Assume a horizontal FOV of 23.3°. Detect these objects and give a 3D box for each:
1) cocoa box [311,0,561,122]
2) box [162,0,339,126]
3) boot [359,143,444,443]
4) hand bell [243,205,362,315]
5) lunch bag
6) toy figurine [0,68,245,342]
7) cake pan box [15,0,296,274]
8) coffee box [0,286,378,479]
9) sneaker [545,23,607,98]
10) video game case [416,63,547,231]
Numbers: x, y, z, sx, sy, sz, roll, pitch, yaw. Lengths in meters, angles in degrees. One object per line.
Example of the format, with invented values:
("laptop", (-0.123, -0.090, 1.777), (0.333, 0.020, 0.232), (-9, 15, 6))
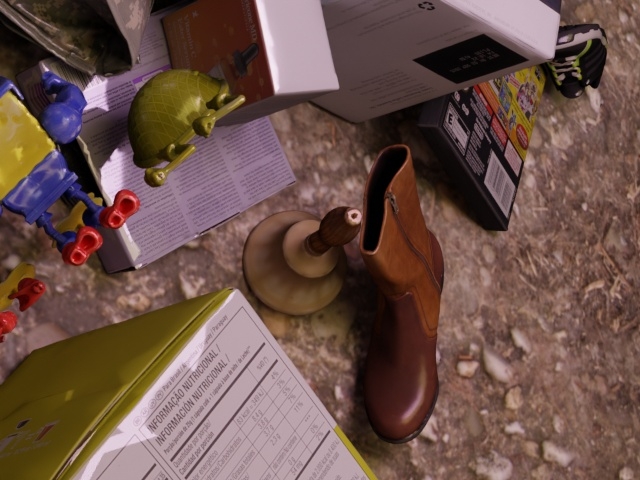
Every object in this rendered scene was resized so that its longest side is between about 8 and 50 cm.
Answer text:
("cocoa box", (0.085, -0.309, 1.777), (0.231, 0.347, 0.228), (24, 68, -33))
("box", (-0.077, -0.202, 1.663), (0.091, 0.170, 0.130), (-10, 87, -39))
("boot", (0.090, 0.069, 1.774), (0.280, 0.096, 0.264), (70, 35, -61))
("hand bell", (0.000, 0.000, 1.706), (0.126, 0.242, 0.126), (3, 77, -14))
("lunch bag", (-0.259, -0.335, 1.599), (0.287, 0.169, 0.235), (55, 35, -41))
("toy figurine", (-0.278, -0.097, 1.515), (0.362, 0.191, 0.217), (-46, 103, -5))
("cake pan box", (-0.179, -0.120, 1.720), (0.267, 0.070, 0.246), (-32, 99, -37))
("coffee box", (-0.178, 0.296, 1.443), (0.334, 0.337, 0.338), (54, 46, -17))
("sneaker", (0.347, -0.241, 2.100), (0.235, 0.084, 0.097), (-9, 99, -64))
("video game case", (0.211, -0.183, 1.980), (0.275, 0.035, 0.248), (49, 52, -53))
